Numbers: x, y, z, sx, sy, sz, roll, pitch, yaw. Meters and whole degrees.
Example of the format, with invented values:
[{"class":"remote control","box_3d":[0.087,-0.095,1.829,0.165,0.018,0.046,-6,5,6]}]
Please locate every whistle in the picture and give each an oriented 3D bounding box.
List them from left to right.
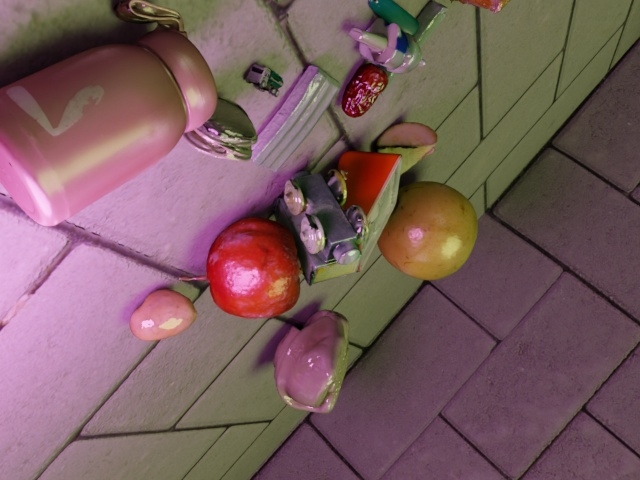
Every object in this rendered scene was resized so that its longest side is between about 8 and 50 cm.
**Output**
[{"class":"whistle","box_3d":[0.143,-0.409,1.307,0.245,0.110,0.092,2,117,-53]}]

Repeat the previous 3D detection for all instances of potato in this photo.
[{"class":"potato","box_3d":[-0.344,0.163,1.352,0.147,0.112,0.112,-24,149,-34]}]

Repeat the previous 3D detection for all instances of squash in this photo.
[{"class":"squash","box_3d":[0.246,-0.240,1.804,0.170,0.093,0.252,-3,156,6]}]

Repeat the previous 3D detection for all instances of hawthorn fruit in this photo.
[{"class":"hawthorn fruit","box_3d":[-0.180,0.072,1.398,0.272,0.241,0.241,-9,145,-17]}]

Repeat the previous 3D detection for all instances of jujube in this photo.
[{"class":"jujube","box_3d":[0.096,-0.334,1.387,0.077,0.077,0.129,-14,145,-57]}]

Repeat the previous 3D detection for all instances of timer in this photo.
[{"class":"timer","box_3d":[0.111,-0.074,1.629,0.257,0.162,0.249,87,14,-62]}]

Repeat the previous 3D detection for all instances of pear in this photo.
[{"class":"pear","box_3d":[0.352,-0.035,2.066,0.348,0.348,0.348,-41,158,-20]}]

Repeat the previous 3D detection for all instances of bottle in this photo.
[{"class":"bottle","box_3d":[-0.282,-0.176,0.802,0.297,0.173,0.206,-37,123,-27]}]

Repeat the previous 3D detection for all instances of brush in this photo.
[{"class":"brush","box_3d":[0.151,-0.481,1.313,0.193,0.032,0.043,10,125,-53]}]

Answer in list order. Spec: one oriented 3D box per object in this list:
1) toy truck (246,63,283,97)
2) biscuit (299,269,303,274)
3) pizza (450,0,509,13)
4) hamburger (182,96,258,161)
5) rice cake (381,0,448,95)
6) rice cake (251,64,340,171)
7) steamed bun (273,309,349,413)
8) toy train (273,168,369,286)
[{"class":"toy truck","box_3d":[-0.100,-0.292,1.127,0.044,0.039,0.083,-68,158,4]},{"class":"biscuit","box_3d":[0.000,0.000,1.869,0.232,0.013,0.236,-36,155,-31]},{"class":"pizza","box_3d":[0.374,-0.599,1.395,0.058,0.197,0.292,44,49,-36]},{"class":"hamburger","box_3d":[-0.169,-0.188,1.033,0.133,0.140,0.062,13,122,-29]},{"class":"rice cake","box_3d":[0.203,-0.448,1.441,0.245,0.045,0.042,-52,156,9]},{"class":"rice cake","box_3d":[-0.053,-0.249,1.285,0.237,0.043,0.127,-52,160,10]},{"class":"steamed bun","box_3d":[-0.039,0.430,2.217,0.367,0.255,0.342,-68,164,-57]},{"class":"toy train","box_3d":[0.001,-0.038,1.448,0.159,0.271,0.188,-14,145,-23]}]
